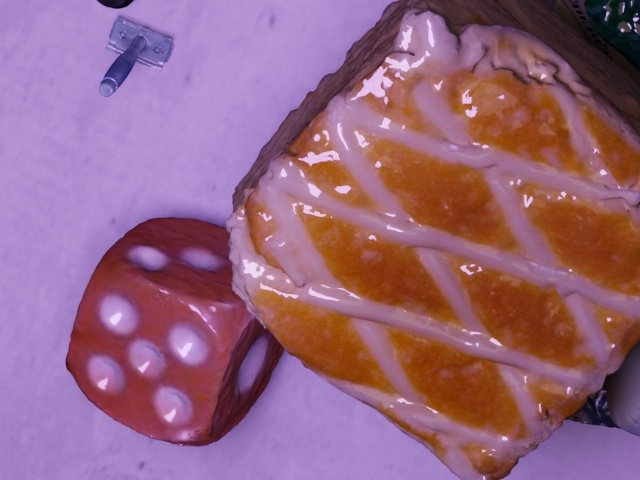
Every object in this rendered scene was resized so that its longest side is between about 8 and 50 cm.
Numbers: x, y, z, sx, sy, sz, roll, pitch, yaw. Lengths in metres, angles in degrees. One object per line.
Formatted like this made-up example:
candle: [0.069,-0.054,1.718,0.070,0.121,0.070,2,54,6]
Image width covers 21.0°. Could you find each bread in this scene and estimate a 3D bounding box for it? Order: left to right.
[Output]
bread: [0.143,-0.026,1.612,0.390,0.279,0.371,38,113,-12]

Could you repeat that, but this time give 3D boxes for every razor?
razor: [-0.199,-0.176,1.742,0.068,0.135,0.040,21,120,0]

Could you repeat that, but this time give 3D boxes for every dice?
dice: [-0.140,0.088,1.755,0.179,0.174,0.175,23,119,17]

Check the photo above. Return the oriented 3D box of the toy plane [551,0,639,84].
toy plane: [0.279,-0.217,1.707,0.242,0.104,0.256,-34,109,10]

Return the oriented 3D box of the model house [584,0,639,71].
model house: [0.439,-0.202,1.585,0.280,0.249,0.230,36,93,-26]

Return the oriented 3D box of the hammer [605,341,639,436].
hammer: [0.419,0.067,1.761,0.202,0.113,0.305,15,93,-15]

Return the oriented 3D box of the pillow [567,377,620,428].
pillow: [0.252,0.063,1.807,0.189,0.034,0.255,11,102,2]

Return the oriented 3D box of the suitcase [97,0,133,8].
suitcase: [-0.249,-0.394,1.736,0.285,0.066,0.206,40,102,-4]
